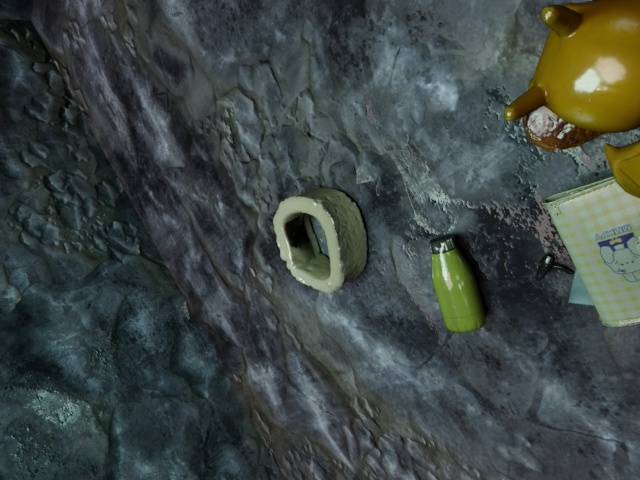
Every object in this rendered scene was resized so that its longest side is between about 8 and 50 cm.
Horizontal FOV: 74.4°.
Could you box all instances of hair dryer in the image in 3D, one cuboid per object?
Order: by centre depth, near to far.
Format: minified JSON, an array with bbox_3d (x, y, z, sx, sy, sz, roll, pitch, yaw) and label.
[{"bbox_3d":[0.563,0.075,1.008,0.083,0.031,0.079,24,134,24],"label":"hair dryer"}]

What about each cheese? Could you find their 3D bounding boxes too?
[{"bbox_3d":[0.000,-0.001,1.403,0.292,0.153,0.332,-2,105,43],"label":"cheese"}]

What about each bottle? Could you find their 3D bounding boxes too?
[{"bbox_3d":[0.363,0.115,1.146,0.112,0.112,0.260,-12,99,45],"label":"bottle"}]

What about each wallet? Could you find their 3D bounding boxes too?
[{"bbox_3d":[0.615,0.016,0.837,0.223,0.077,0.309,-22,103,39],"label":"wallet"}]

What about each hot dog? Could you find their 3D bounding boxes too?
[{"bbox_3d":[0.521,-0.276,0.833,0.227,0.099,0.160,-24,91,44],"label":"hot dog"}]

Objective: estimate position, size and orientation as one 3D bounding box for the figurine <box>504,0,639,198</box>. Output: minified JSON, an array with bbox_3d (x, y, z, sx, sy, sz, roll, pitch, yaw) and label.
[{"bbox_3d":[0.499,-0.222,0.591,0.387,0.401,0.268,28,99,22],"label":"figurine"}]

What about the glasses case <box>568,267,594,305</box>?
[{"bbox_3d":[0.617,0.016,0.920,0.105,0.056,0.265,5,113,15],"label":"glasses case"}]
